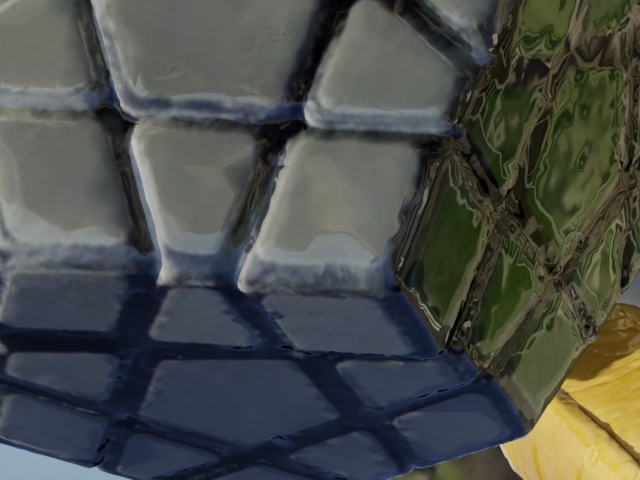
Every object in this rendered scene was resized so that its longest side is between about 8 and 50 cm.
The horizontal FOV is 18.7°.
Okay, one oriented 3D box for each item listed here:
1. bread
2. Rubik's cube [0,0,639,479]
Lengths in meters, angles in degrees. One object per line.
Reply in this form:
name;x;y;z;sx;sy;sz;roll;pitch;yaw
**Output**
bread;0.233;0.150;1.398;0.288;0.152;0.119;42;156;63
Rubik's cube;-0.023;-0.060;0.694;0.319;0.264;0.319;27;-154;-14
